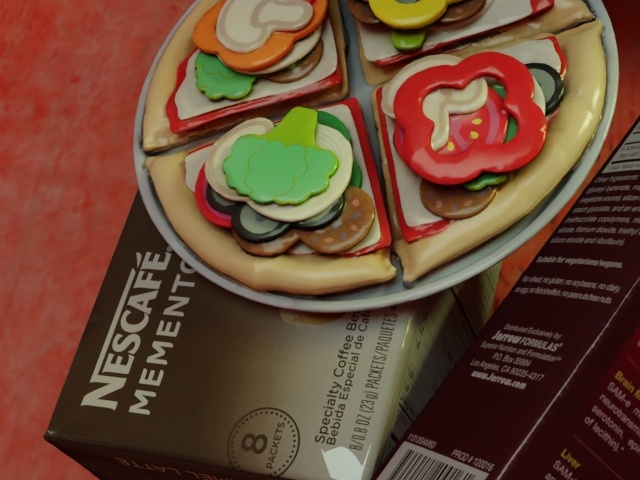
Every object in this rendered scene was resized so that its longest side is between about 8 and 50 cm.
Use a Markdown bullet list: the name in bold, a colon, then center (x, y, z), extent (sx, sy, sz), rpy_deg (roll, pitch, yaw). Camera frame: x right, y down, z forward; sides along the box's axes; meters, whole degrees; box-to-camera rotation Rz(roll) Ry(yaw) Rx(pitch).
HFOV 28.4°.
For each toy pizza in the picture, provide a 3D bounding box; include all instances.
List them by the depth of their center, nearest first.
- **toy pizza**: center (0.016, -0.065, 0.505), extent (0.201, 0.032, 0.201), rpy_deg (-8, 58, 13)

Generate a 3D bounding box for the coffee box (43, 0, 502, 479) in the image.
- **coffee box**: center (0.000, 0.000, 0.552), extent (0.141, 0.098, 0.247), rpy_deg (6, 62, 24)

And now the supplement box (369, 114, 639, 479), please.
- **supplement box**: center (0.129, 0.052, 0.446), extent (0.239, 0.130, 0.073), rpy_deg (-51, 18, -13)
